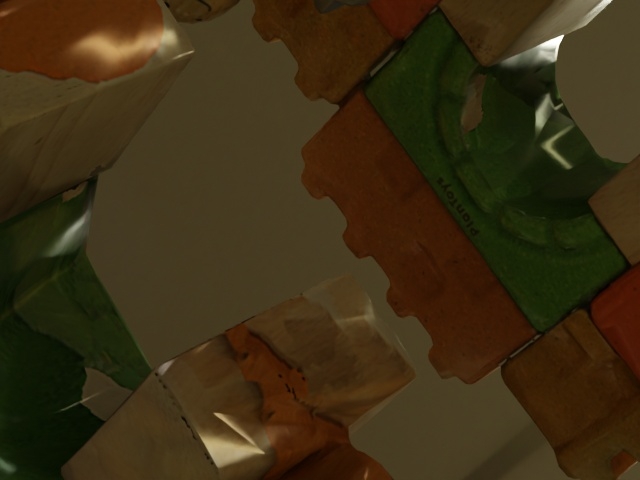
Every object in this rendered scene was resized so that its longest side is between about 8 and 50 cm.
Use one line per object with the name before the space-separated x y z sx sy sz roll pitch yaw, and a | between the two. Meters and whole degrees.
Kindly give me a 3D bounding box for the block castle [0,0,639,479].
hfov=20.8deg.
block castle | 0.000 0.000 0.485 0.453 0.303 0.213 55 -40 9
